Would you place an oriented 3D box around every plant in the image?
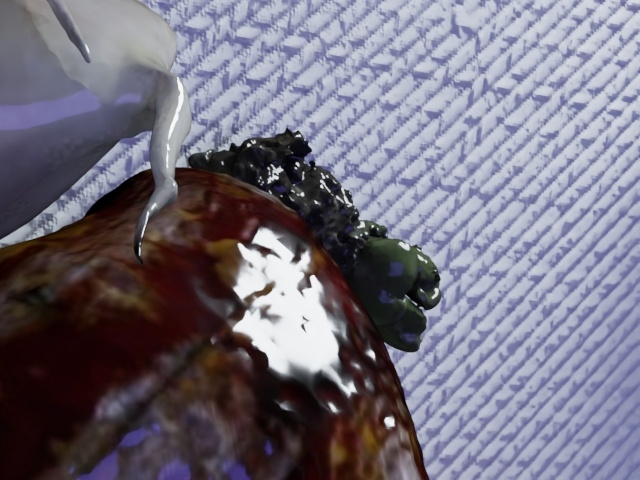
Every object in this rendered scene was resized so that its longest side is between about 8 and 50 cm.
[{"bbox_3d":[0.000,0.000,1.017,0.174,0.087,0.085,35,105,-28],"label":"plant"}]

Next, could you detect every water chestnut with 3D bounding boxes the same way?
[{"bbox_3d":[-0.125,0.115,0.829,0.335,0.347,0.335,-48,164,-19],"label":"water chestnut"}]

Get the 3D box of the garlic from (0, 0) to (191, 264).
[{"bbox_3d":[-0.211,-0.099,0.731,0.246,0.340,0.232,-60,141,-65],"label":"garlic"}]
